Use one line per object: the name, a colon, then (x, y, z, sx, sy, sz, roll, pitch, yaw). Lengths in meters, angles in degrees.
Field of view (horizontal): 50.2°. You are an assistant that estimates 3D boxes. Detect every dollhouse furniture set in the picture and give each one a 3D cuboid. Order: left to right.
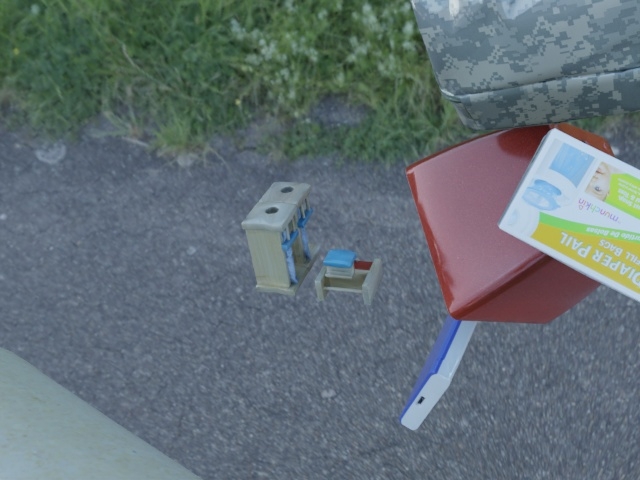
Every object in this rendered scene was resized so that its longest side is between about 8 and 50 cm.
dollhouse furniture set: (0.000, 0.000, 1.041, 0.183, 0.129, 0.129, 5, 36, 20)

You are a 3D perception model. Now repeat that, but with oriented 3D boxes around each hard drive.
hard drive: (0.249, 0.177, 1.278, 0.040, 0.210, 0.319, 28, 52, 9)

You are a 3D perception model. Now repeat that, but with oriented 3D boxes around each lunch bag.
lunch bag: (0.274, -0.288, 0.825, 0.305, 0.256, 0.213, 0, 70, 33)

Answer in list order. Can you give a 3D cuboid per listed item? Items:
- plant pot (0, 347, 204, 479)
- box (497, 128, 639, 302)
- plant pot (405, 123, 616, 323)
plant pot: (-0.171, 0.223, 0.368, 0.305, 0.334, 0.334, 29, 73, 30)
box: (0.297, -0.015, 0.694, 0.203, 0.103, 0.114, 28, 100, 11)
plant pot: (0.333, -0.039, 1.058, 0.235, 0.267, 0.267, -35, 59, 42)
